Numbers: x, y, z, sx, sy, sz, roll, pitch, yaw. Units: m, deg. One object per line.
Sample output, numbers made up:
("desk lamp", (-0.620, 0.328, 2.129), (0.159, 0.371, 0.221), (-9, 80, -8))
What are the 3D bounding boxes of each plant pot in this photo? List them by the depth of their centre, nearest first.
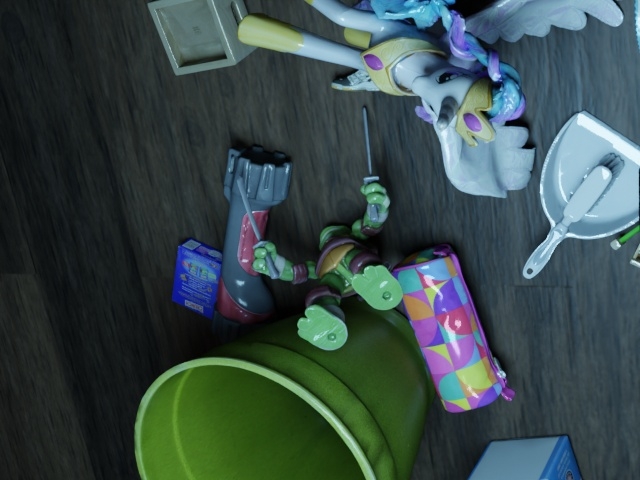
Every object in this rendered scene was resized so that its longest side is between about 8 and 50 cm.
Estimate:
("plant pot", (-0.005, 0.250, 1.315), (0.367, 0.353, 0.366), (12, 117, 25))

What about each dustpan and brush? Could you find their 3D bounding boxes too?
("dustpan and brush", (0.323, -0.037, 1.183), (0.147, 0.060, 0.211), (37, 124, 11))

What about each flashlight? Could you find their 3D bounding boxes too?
("flashlight", (-0.100, 0.013, 1.428), (0.103, 0.103, 0.304), (39, 126, 46))

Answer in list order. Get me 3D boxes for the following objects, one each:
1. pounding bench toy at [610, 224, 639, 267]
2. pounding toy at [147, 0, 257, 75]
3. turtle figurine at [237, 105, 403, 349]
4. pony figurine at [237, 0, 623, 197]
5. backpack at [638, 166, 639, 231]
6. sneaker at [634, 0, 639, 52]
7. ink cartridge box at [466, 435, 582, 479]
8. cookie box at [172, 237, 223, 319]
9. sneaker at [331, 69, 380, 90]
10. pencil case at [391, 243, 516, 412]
("pounding bench toy", (0.410, -0.004, 1.154), (0.083, 0.052, 0.065), (26, 121, 18))
("pounding toy", (-0.155, -0.326, 1.322), (0.130, 0.100, 0.141), (-3, 119, 31))
("turtle figurine", (0.000, 0.000, 1.248), (0.198, 0.266, 0.274), (-8, 117, -5))
("pony figurine", (0.140, -0.208, 1.081), (0.363, 0.351, 0.302), (37, 122, 34))
("backpack", (0.452, -0.077, 1.032), (0.189, 0.166, 0.144), (0, 81, 18))
("sneaker", (0.398, -0.287, 1.020), (0.092, 0.087, 0.228), (8, 116, 24))
("ink cartridge box", (0.307, 0.465, 1.309), (0.129, 0.223, 0.307), (-13, 104, 32))
("cookie box", (-0.193, 0.064, 1.531), (0.092, 0.040, 0.107), (23, 120, 19))
("sneaker", (0.055, -0.223, 1.279), (0.083, 0.032, 0.036), (3, 98, 23))
("pencil case", (0.184, 0.123, 1.306), (0.104, 0.104, 0.236), (-19, 99, 34))
